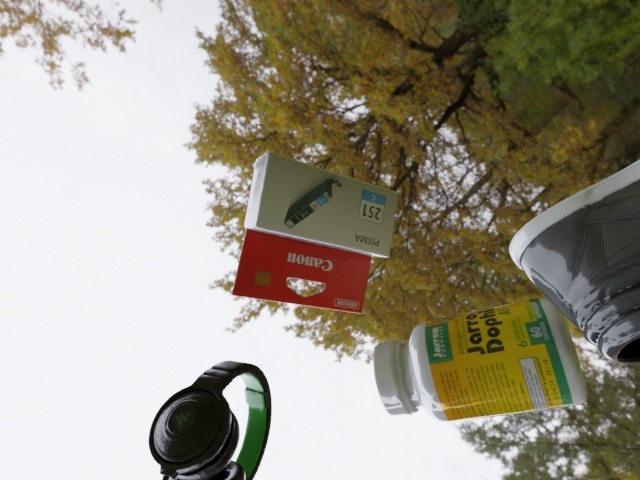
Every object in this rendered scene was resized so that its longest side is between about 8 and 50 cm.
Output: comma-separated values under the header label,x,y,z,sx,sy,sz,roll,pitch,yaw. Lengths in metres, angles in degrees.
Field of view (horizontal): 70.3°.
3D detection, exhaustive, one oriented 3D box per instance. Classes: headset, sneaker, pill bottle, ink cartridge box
label,x,y,z,sx,sy,sz,roll,pitch,yaw
headset,-0.216,0.356,0.730,0.185,0.243,0.394,2,-162,22
sneaker,0.299,-0.014,0.320,0.105,0.296,0.147,27,-145,-39
pill bottle,0.173,0.141,0.519,0.117,0.208,0.117,51,-150,-46
ink cartridge box,0.000,0.000,0.872,0.296,0.066,0.261,12,-95,-28
